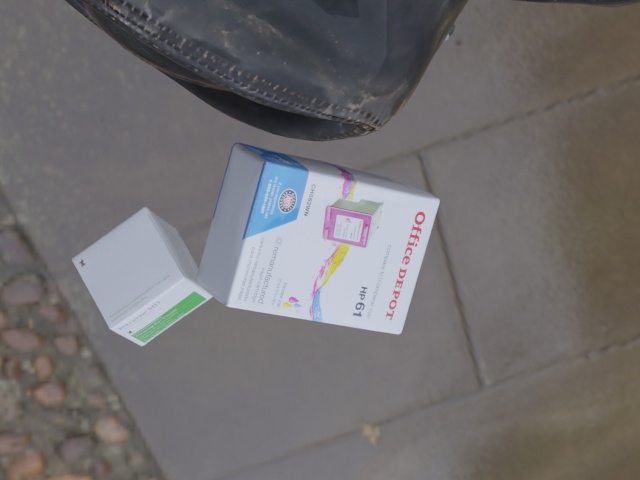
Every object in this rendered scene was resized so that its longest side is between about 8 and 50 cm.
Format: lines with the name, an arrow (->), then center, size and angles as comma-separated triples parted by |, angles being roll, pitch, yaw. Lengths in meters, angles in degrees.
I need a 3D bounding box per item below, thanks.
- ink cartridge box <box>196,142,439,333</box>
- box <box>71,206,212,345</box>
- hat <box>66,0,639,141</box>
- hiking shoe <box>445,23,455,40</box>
ink cartridge box -> 0.000, 0.000, 0.835 | 0.122, 0.052, 0.089 | 10, 100, -31
box -> -0.190, 0.039, 1.514 | 0.101, 0.102, 0.087 | -35, 155, 5
hat -> -0.029, -0.121, 0.578 | 0.331, 0.331, 0.134 | 29, 79, -36
hiking shoe -> 0.000, -0.222, 1.400 | 0.304, 0.113, 0.132 | 18, 117, -38
